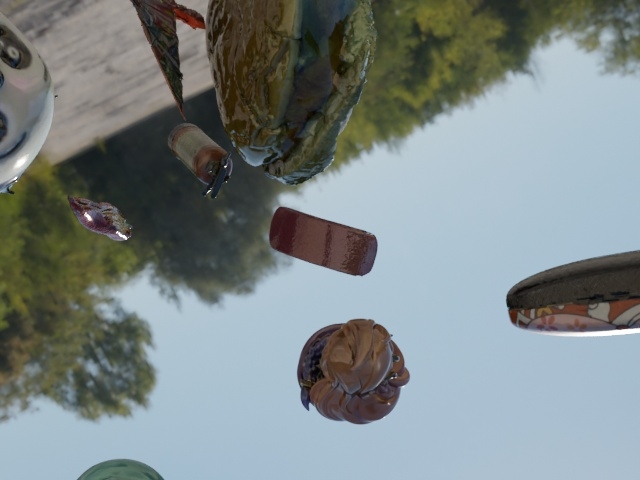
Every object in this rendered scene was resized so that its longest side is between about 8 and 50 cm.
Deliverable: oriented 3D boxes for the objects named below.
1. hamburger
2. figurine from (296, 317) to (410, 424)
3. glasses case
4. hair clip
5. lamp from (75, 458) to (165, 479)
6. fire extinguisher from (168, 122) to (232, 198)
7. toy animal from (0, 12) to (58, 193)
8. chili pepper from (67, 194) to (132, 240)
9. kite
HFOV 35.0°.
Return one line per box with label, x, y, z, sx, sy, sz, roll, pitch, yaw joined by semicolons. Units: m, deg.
hamburger;-0.045;-0.213;1.058;0.266;0.134;0.285;-60;-154;32
figurine;0.041;0.140;1.084;0.126;0.114;0.157;-18;176;-18
glasses case;0.284;0.038;0.827;0.266;0.067;0.103;-9;-179;30
hair clip;-0.001;0.000;1.164;0.137;0.054;0.022;18;-170;22
lamp;-0.272;0.419;1.274;0.209;0.284;0.147;16;-179;-20
fire extinguisher;-0.145;-0.099;1.248;0.062;0.050;0.177;-57;-151;5
toy animal;-0.484;-0.183;1.236;0.251;0.309;0.251;-56;-160;32
chili pepper;-0.264;-0.027;1.199;0.027;0.045;0.178;-25;169;5
kite;-0.170;-0.250;1.104;0.009;0.232;0.189;-17;-150;-30
